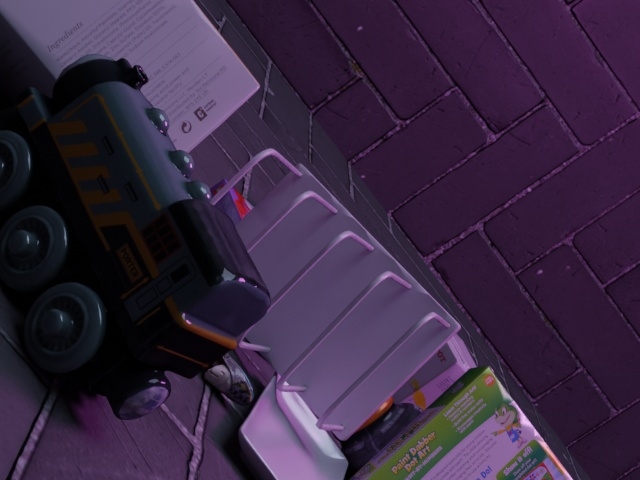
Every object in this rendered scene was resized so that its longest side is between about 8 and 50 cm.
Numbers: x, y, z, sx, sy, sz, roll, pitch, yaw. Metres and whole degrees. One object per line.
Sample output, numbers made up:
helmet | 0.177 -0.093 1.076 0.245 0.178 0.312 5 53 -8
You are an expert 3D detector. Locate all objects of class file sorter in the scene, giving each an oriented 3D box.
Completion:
file sorter | -0.014 0.061 1.525 0.277 0.193 0.173 46 3 14

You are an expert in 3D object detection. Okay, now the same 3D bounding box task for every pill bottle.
pill bottle | 0.110 0.293 1.682 0.245 0.130 0.130 53 10 -7

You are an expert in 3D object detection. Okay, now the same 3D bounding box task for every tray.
tray | -0.034 0.237 1.499 0.145 0.030 0.270 55 10 -3

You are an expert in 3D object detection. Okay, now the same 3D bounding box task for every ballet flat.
ballet flat | -0.116 0.133 1.463 0.114 0.041 0.041 58 11 19

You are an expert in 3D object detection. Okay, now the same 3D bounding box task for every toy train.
toy train | -0.182 -0.012 1.179 0.334 0.190 0.142 60 11 29

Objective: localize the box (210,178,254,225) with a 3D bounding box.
box | -0.059 0.072 1.835 0.201 0.057 0.293 45 14 -44

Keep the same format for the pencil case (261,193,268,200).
pencil case | 0.000 0.000 2.179 0.273 0.114 0.124 34 32 -63

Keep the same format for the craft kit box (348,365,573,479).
craft kit box | 0.177 0.321 1.604 0.246 0.250 0.061 55 -22 -9

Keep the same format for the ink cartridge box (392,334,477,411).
ink cartridge box | 0.131 0.203 1.932 0.127 0.176 0.128 44 15 -44

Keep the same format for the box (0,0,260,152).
box | -0.259 -0.228 1.382 0.345 0.168 0.215 52 -19 -15
